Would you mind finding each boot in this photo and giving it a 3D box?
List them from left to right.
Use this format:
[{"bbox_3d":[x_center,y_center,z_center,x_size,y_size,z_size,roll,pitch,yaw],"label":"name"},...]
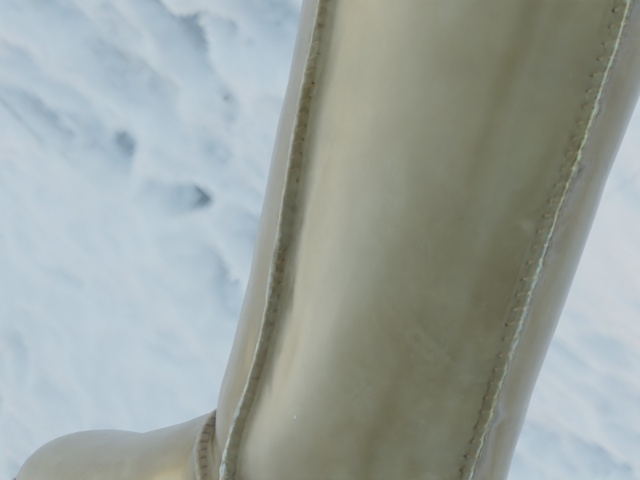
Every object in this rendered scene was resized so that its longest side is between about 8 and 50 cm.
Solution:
[{"bbox_3d":[0.000,0.000,0.491,0.089,0.269,0.236,7,-171,-36],"label":"boot"}]
